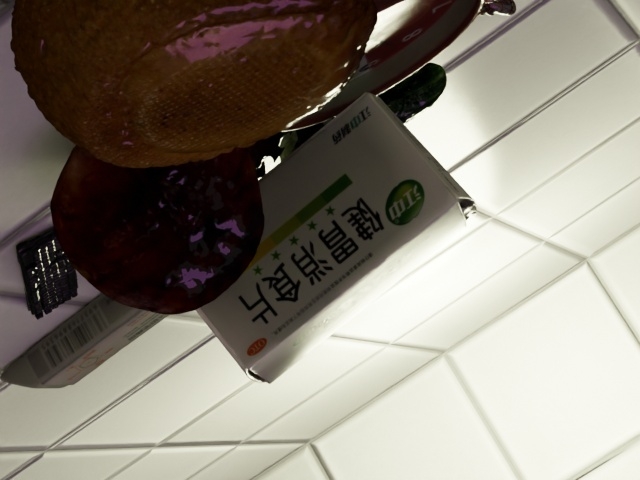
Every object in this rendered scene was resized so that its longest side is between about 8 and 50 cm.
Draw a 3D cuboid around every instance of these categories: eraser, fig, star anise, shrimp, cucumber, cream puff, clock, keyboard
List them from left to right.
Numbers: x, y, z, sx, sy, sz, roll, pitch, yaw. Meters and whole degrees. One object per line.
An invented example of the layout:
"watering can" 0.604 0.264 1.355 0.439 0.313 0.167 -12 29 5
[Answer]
"keyboard" -0.335 0.041 1.988 0.072 0.023 0.231 -28 164 -15
"eraser" -0.291 0.116 2.214 0.352 0.061 0.089 -36 162 18
"fig" -0.175 -0.032 1.720 0.224 0.224 0.263 -18 165 -36
"cream puff" -0.115 -0.197 1.354 0.303 0.212 0.303 -19 160 -7
"star anise" -0.097 -0.075 1.950 0.212 0.053 0.157 -53 176 -20
"clock" 0.039 -0.228 1.748 0.318 0.080 0.318 -29 170 -6
"cucumber" 0.054 -0.153 2.001 0.241 0.074 0.074 -29 164 -14
"shrimp" 0.208 -0.289 1.944 0.092 0.029 0.038 -12 157 -37

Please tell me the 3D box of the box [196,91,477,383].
"box" 0.002 -0.002 1.876 0.333 0.173 0.145 -39 166 0
